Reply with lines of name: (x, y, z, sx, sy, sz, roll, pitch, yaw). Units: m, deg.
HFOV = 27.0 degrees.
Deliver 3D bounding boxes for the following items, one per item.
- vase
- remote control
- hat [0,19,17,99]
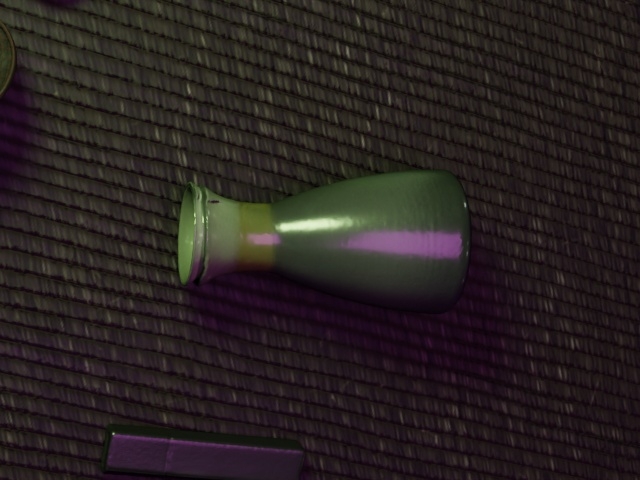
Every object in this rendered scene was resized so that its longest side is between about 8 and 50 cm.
vase: (0.000, 0.000, 1.548, 0.321, 0.173, 0.173, 0, 95, -13)
remote control: (-0.139, 0.260, 1.590, 0.245, 0.025, 0.063, 7, 97, -19)
hat: (-0.417, -0.166, 1.426, 0.193, 0.082, 0.193, 1, 58, -1)
